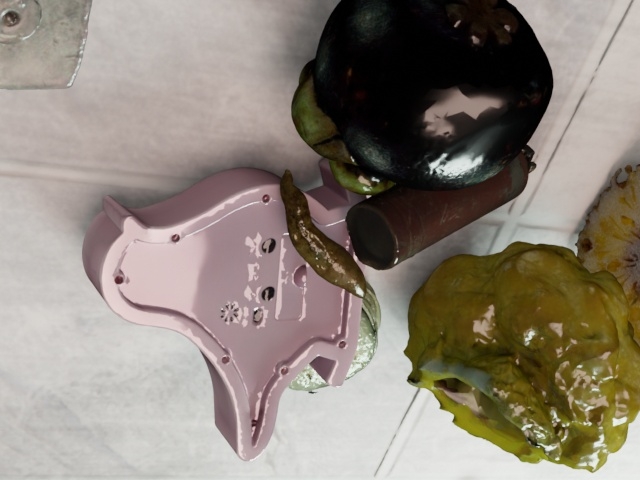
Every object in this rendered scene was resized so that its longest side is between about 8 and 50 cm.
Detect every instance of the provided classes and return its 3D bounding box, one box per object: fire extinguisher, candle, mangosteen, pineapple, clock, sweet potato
[{"bbox_3d":[0.134,-0.044,1.561,0.268,0.072,0.089,-28,156,-40],"label":"fire extinguisher"},{"bbox_3d":[-0.262,-0.195,1.292,0.192,0.068,0.168,-33,135,7],"label":"candle"},{"bbox_3d":[0.089,-0.138,1.425,0.243,0.243,0.243,-14,132,-16],"label":"mangosteen"},{"bbox_3d":[0.464,0.032,1.763,0.272,0.262,0.262,-2,129,-41],"label":"pineapple"},{"bbox_3d":[-0.093,0.074,1.534,0.275,0.080,0.290,-6,110,-23],"label":"clock"},{"bbox_3d":[-0.003,0.003,1.485,0.038,0.041,0.153,-17,120,35],"label":"sweet potato"}]

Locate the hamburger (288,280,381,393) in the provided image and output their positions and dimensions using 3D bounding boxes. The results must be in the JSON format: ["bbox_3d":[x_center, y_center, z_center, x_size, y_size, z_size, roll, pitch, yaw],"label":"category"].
[{"bbox_3d":[0.001,0.101,1.674,0.140,0.062,0.133,-11,130,-15],"label":"hamburger"}]

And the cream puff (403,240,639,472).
[{"bbox_3d":[0.212,0.139,1.660,0.282,0.185,0.281,11,122,19],"label":"cream puff"}]
